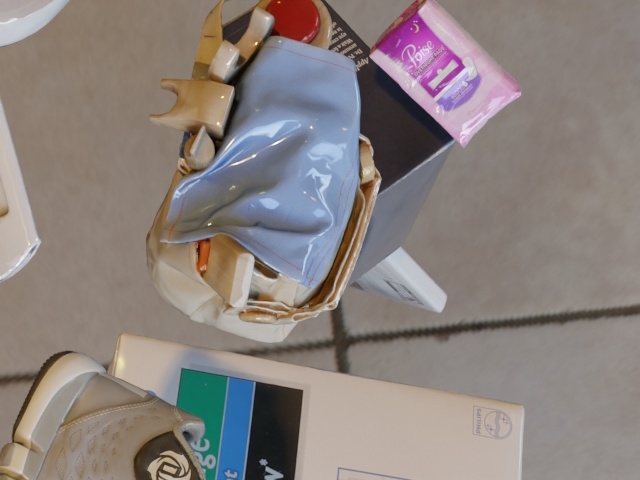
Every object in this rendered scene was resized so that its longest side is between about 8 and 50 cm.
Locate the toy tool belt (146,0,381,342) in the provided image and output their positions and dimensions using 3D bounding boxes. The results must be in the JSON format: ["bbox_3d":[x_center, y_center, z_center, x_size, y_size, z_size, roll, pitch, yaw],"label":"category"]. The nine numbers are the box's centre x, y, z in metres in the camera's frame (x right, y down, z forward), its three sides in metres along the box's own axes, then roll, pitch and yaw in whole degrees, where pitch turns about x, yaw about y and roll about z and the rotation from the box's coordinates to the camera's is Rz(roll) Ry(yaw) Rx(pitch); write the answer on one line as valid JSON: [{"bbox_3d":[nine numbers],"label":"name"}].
[{"bbox_3d":[-0.011,-0.022,0.346,0.052,0.051,0.083,13,76,-4],"label":"toy tool belt"}]

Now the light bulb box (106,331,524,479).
[{"bbox_3d":[-0.048,0.274,1.447,0.361,0.358,0.225,11,62,-11],"label":"light bulb box"}]

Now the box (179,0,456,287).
[{"bbox_3d":[-0.008,-0.064,1.102,0.093,0.156,0.158,-35,75,-25],"label":"box"}]

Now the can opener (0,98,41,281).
[{"bbox_3d":[-0.221,-0.107,0.835,0.076,0.095,0.283,-18,87,23],"label":"can opener"}]

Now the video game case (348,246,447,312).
[{"bbox_3d":[0.000,0.000,1.373,0.173,0.190,0.022,15,74,31],"label":"video game case"}]

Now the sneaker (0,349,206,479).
[{"bbox_3d":[-0.121,0.175,0.825,0.132,0.086,0.229,21,66,2],"label":"sneaker"}]

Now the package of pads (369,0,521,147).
[{"bbox_3d":[0.074,-0.101,0.955,0.083,0.032,0.050,44,108,-9],"label":"package of pads"}]

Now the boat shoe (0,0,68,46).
[{"bbox_3d":[-0.145,-0.184,0.753,0.096,0.088,0.267,6,56,-14],"label":"boat shoe"}]
